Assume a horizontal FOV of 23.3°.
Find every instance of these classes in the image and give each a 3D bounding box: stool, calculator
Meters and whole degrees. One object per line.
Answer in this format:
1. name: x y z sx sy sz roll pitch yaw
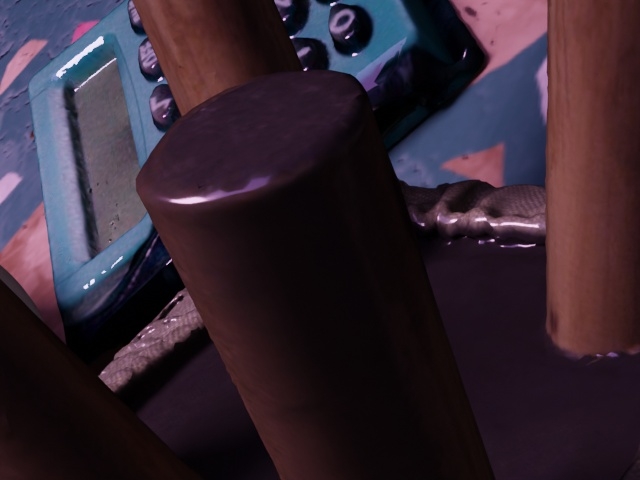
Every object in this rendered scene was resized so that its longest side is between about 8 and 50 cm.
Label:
1. stool: 0.000 0.000 0.520 0.310 0.226 0.310 3 37 37
2. calculator: -0.057 -0.087 0.871 0.274 0.058 0.248 -37 41 16

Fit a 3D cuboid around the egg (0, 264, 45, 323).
1. egg: -0.251 0.078 0.828 0.253 0.188 0.189 -11 52 29
